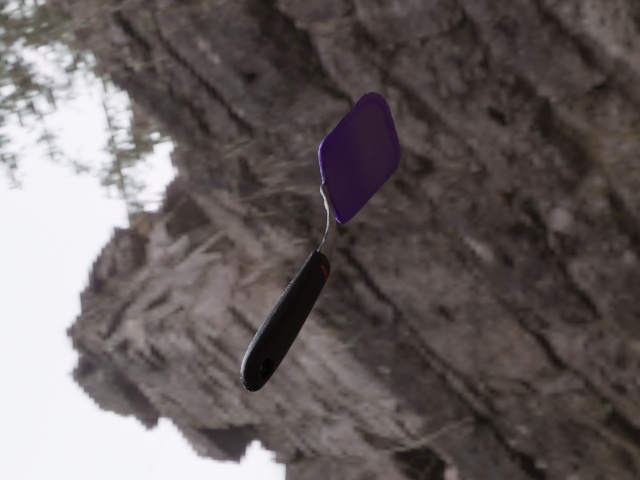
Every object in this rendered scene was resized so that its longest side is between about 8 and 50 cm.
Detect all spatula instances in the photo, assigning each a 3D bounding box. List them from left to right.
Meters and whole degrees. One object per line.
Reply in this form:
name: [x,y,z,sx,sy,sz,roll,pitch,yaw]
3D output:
spatula: [0.000,0.000,1.224,0.296,0.030,0.084,-65,-32,-45]
